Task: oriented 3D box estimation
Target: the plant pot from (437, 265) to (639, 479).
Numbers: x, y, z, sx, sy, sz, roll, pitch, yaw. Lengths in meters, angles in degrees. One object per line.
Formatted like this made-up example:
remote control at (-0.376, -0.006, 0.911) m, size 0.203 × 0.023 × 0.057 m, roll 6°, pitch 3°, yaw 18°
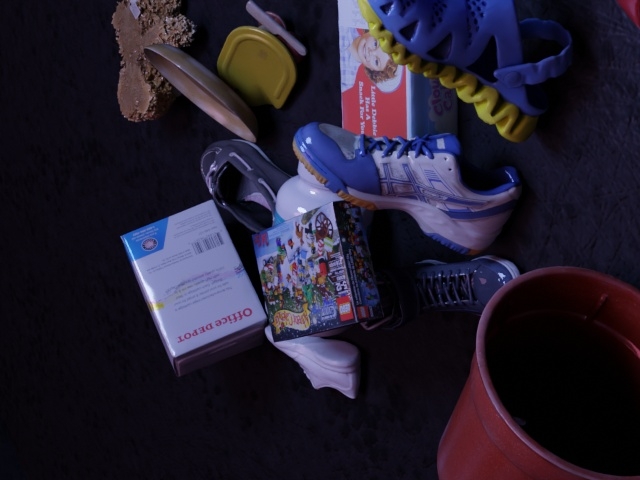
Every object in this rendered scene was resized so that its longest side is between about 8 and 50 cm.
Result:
plant pot at (0.267, 0.216, 1.409) m, size 0.272 × 0.272 × 0.265 m, roll 57°, pitch 149°, yaw 26°

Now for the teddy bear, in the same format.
teddy bear at (-0.293, -0.381, 2.152) m, size 0.245 × 0.113 × 0.337 m, roll -25°, pitch 72°, yaw 48°

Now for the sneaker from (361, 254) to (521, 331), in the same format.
sneaker at (0.144, 0.073, 1.607) m, size 0.226 × 0.163 × 0.086 m, roll -4°, pitch 96°, yaw 54°

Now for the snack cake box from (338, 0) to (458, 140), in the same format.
snack cake box at (0.103, -0.260, 1.616) m, size 0.152 × 0.089 × 0.264 m, roll 19°, pitch 116°, yaw 49°

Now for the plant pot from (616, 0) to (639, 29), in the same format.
plant pot at (0.342, -0.316, 1.172) m, size 0.174 × 0.191 × 0.191 m, roll 62°, pitch 144°, yaw 34°

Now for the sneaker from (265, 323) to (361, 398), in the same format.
sneaker at (-0.014, 0.193, 1.959) m, size 0.212 × 0.080 × 0.094 m, roll 26°, pitch 134°, yaw 47°

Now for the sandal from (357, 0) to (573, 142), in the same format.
sandal at (0.171, -0.241, 1.391) m, size 0.138 × 0.317 × 0.126 m, roll -41°, pitch 41°, yaw 30°

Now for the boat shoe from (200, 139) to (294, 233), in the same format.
boat shoe at (-0.124, -0.088, 1.994) m, size 0.335 × 0.096 × 0.112 m, roll 30°, pitch 125°, yaw 47°

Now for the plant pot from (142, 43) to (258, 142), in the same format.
plant pot at (-0.187, -0.246, 1.976) m, size 0.236 × 0.032 × 0.236 m, roll 39°, pitch 174°, yaw 5°

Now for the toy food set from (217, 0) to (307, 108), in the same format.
toy food set at (-0.079, -0.294, 1.892) m, size 0.128 × 0.071 × 0.218 m, roll 36°, pitch 147°, yaw -1°

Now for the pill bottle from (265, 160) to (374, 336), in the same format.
pill bottle at (0.000, 0.000, 1.801) m, size 0.146 × 0.146 × 0.264 m, roll 37°, pitch 130°, yaw 43°

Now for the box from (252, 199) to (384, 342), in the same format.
box at (-0.009, 0.045, 1.641) m, size 0.233 × 0.044 × 0.159 m, roll -21°, pitch 79°, yaw 58°

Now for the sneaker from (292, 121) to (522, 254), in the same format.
sneaker at (0.114, -0.098, 1.528) m, size 0.131 × 0.297 × 0.111 m, roll -56°, pitch 20°, yaw 33°

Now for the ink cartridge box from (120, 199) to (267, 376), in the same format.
ink cartridge box at (-0.213, 0.086, 2.075) m, size 0.168 × 0.171 × 0.232 m, roll 100°, pitch 147°, yaw -71°
